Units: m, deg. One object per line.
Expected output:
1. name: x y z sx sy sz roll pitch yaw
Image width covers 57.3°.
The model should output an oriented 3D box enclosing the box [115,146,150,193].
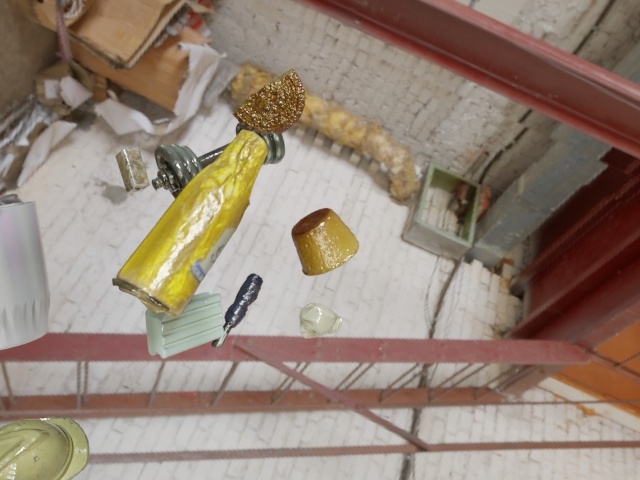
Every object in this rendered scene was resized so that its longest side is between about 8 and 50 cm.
1. box: -0.429 -0.159 1.336 0.062 0.045 0.098 -12 -87 54

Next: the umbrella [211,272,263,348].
1. umbrella: -0.240 0.209 1.720 0.248 0.071 0.071 -64 -178 -26

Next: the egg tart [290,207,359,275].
1. egg tart: 0.000 0.000 1.773 0.203 0.147 0.202 -28 -159 12

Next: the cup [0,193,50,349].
1. cup: -0.831 0.076 1.484 0.253 0.254 0.371 -90 174 -81

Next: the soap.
1. soap: -0.332 0.205 1.452 0.198 0.067 0.118 -13 101 -53

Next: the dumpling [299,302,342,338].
1. dumpling: -0.017 0.288 2.058 0.134 0.100 0.169 -49 150 11

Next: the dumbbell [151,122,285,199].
1. dumbbell: -0.269 -0.233 1.587 0.406 0.179 0.179 -29 167 -24

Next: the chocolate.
1. chocolate: -0.252 -0.053 1.246 0.445 0.162 0.162 -59 -179 -19

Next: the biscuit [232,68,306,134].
1. biscuit: -0.114 -0.329 1.461 0.206 0.126 0.025 -28 -155 28

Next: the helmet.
1. helmet: -0.672 0.482 1.338 0.258 0.204 0.137 -24 149 -31
